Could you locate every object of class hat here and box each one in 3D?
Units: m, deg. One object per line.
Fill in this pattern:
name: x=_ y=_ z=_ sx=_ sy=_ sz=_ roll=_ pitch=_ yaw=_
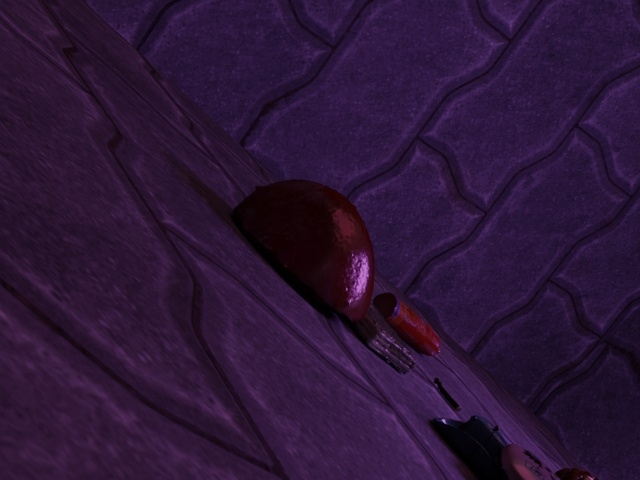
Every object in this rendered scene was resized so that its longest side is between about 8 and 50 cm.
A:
hat: x=0.283 y=0.351 z=1.663 sx=0.191 sy=0.078 sz=0.138 roll=46 pitch=9 yaw=12

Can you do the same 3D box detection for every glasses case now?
glasses case: x=0.390 y=0.456 z=1.560 sx=0.314 sy=0.075 sz=0.122 roll=49 pitch=22 yaw=0

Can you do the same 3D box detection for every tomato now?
tomato: x=0.002 y=-0.006 z=1.777 sx=0.309 sy=0.170 sz=0.309 roll=37 pitch=4 yaw=-3

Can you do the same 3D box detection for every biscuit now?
biscuit: x=0.091 y=0.152 z=1.929 sx=0.150 sy=0.052 sz=0.252 roll=41 pitch=6 yaw=-38

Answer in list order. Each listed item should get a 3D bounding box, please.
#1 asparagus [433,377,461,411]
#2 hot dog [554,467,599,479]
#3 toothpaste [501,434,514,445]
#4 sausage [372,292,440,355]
asparagus: x=0.276 y=0.337 z=2.144 sx=0.127 sy=0.018 sz=0.015 roll=-127 pitch=-155 yaw=-61
hot dog: x=0.601 y=0.576 z=2.238 sx=0.146 sy=0.103 sz=0.213 roll=22 pitch=5 yaw=-8
toothpaste: x=0.384 y=0.437 z=2.060 sx=0.196 sy=0.040 sz=0.047 roll=40 pitch=4 yaw=-40
sausage: x=0.226 y=0.220 z=2.433 sx=0.274 sy=0.074 sz=0.074 roll=42 pitch=5 yaw=-43
